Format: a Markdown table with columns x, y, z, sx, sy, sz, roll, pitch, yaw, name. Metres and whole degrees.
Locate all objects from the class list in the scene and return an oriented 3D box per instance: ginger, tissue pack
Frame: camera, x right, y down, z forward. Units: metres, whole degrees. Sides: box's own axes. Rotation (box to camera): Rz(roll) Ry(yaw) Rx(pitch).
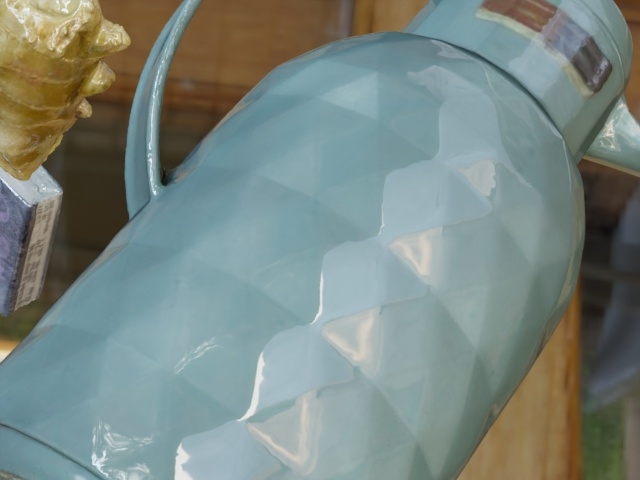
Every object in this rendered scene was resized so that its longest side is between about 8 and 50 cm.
| x | y | z | sx | sy | sz | roll | pitch | yaw | name |
| --- | --- | --- | --- | --- | --- | --- | --- | --- | --- |
| -0.191 | -0.125 | 1.079 | 0.081 | 0.115 | 0.205 | 60 | 170 | 28 | ginger |
| -0.281 | -0.023 | 1.369 | 0.051 | 0.112 | 0.156 | -30 | -23 | -38 | tissue pack |

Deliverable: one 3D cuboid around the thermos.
| x | y | z | sx | sy | sz | roll | pitch | yaw | name |
| --- | --- | --- | --- | --- | --- | --- | --- | --- | --- |
| 0.000 | 0.000 | 0.557 | 0.286 | 0.182 | 0.145 | -53 | 9 | -28 | thermos |
